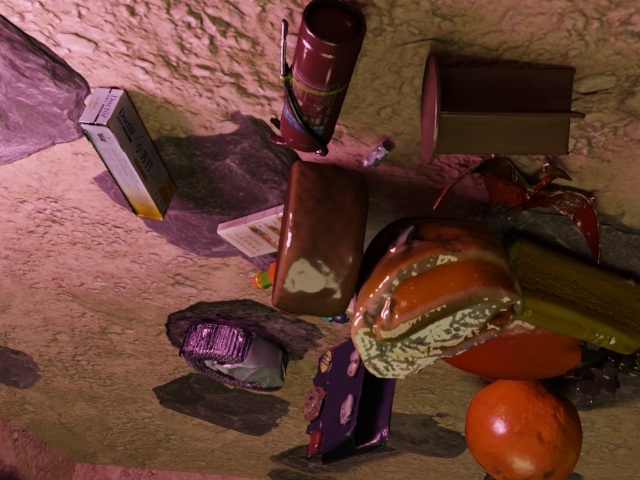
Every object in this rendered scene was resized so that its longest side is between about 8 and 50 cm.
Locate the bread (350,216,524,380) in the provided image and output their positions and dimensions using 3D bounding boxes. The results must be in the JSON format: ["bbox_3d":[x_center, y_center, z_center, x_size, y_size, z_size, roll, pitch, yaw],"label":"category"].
[{"bbox_3d":[0.197,0.063,1.490,0.300,0.341,0.210,-21,106,14],"label":"bread"}]

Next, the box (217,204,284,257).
[{"bbox_3d":[-0.102,-0.020,1.777,0.220,0.032,0.122,-15,141,35],"label":"box"}]

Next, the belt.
[{"bbox_3d":[-0.233,0.336,2.323,0.260,0.122,0.325,-11,144,39],"label":"belt"}]

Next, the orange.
[{"bbox_3d":[0.542,0.508,2.197,0.312,0.312,0.312,8,149,5],"label":"orange"}]

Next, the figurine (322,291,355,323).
[{"bbox_3d":[0.083,0.151,1.943,0.195,0.102,0.111,-2,135,15],"label":"figurine"}]

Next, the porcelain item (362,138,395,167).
[{"bbox_3d":[0.103,-0.155,1.493,0.036,0.028,0.083,-12,165,-33],"label":"porcelain item"}]

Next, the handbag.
[{"bbox_3d":[0.066,0.421,2.191,0.122,0.303,0.329,24,148,-21],"label":"handbag"}]

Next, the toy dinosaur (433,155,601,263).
[{"bbox_3d":[0.381,-0.053,1.503,0.206,0.113,0.327,-15,143,38],"label":"toy dinosaur"}]

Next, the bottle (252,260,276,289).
[{"bbox_3d":[-0.085,0.076,1.897,0.187,0.069,0.069,-20,138,42],"label":"bottle"}]

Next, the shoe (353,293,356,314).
[{"bbox_3d":[0.221,0.105,1.795,0.159,0.124,0.316,25,139,-32],"label":"shoe"}]

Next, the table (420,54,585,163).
[{"bbox_3d":[0.277,-0.199,1.270,0.226,0.167,0.167,1,149,-1],"label":"table"}]

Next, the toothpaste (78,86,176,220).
[{"bbox_3d":[-0.365,-0.158,1.578,0.071,0.089,0.313,9,150,16],"label":"toothpaste"}]

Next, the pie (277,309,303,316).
[{"bbox_3d":[-0.073,0.174,2.099,0.084,0.021,0.084,7,149,4],"label":"pie"}]

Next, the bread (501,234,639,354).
[{"bbox_3d":[0.503,0.117,1.696,0.383,0.166,0.112,19,159,-16],"label":"bread"}]

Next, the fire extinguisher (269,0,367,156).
[{"bbox_3d":[-0.021,-0.242,1.329,0.141,0.105,0.341,38,151,10],"label":"fire extinguisher"}]

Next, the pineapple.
[{"bbox_3d":[0.645,0.256,1.812,0.277,0.130,0.119,-17,164,-49],"label":"pineapple"}]

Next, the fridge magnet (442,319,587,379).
[{"bbox_3d":[0.424,0.222,1.897,0.363,0.155,0.363,8,150,5],"label":"fridge magnet"}]

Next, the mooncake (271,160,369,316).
[{"bbox_3d":[0.000,0.000,1.540,0.155,0.284,0.284,10,149,-7],"label":"mooncake"}]
